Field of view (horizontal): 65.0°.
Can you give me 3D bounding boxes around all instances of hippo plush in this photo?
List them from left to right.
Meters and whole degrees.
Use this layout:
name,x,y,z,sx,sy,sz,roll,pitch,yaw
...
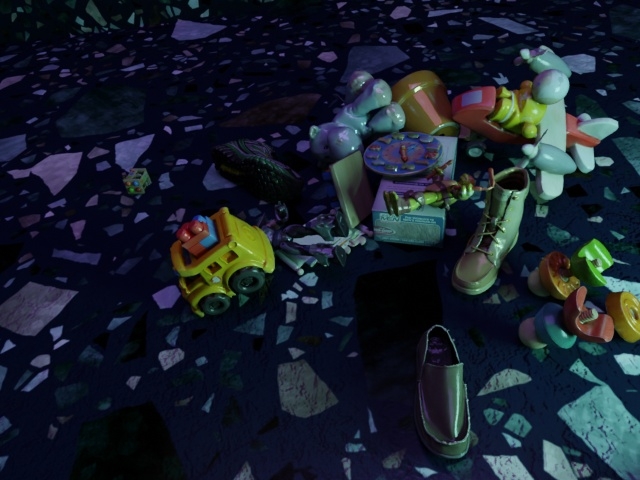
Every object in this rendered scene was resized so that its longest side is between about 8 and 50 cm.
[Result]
name,x,y,z,sx,sy,sz,roll,pitch,yaw
hippo plush,0.070,-0.338,1.446,0.236,0.234,0.294,-38,47,-27

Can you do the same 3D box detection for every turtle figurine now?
name,x,y,z,sx,sy,sz,roll,pitch,yaw
turtle figurine,0.256,-0.109,1.134,0.217,0.087,0.269,-16,21,-3

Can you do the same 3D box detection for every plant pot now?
name,x,y,z,sx,sy,sz,roll,pitch,yaw
plant pot,0.312,-0.361,1.492,0.205,0.205,0.188,-20,60,-14

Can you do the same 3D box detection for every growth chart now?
name,x,y,z,sx,sy,sz,roll,pitch,yaw
growth chart,0.000,0.000,1.252,0.237,0.021,0.172,-29,47,-22

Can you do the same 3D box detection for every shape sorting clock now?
name,x,y,z,sx,sy,sz,roll,pitch,yaw
shape sorting clock,0.214,-0.229,1.302,0.206,0.040,0.206,-5,42,5

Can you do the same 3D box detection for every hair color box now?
name,x,y,z,sx,sy,sz,roll,pitch,yaw
hair color box,0.252,-0.140,1.307,0.173,0.105,0.347,7,44,16

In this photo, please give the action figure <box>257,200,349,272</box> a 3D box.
name,x,y,z,sx,sy,sz,roll,pitch,yaw
action figure,-0.077,-0.004,1.179,0.284,0.099,0.186,-1,68,25

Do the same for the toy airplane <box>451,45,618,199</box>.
name,x,y,z,sx,sy,sz,roll,pitch,yaw
toy airplane,0.596,-0.331,1.329,0.384,0.272,0.386,-31,67,-14

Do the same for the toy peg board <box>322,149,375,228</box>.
name,x,y,z,sx,sy,sz,roll,pitch,yaw
toy peg board,0.058,-0.126,1.270,0.079,0.161,0.160,-9,17,32

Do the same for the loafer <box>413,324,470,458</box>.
name,x,y,z,sx,sy,sz,roll,pitch,yaw
loafer,0.210,0.256,0.894,0.094,0.088,0.251,-4,42,4

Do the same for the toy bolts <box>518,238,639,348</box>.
name,x,y,z,sx,sy,sz,roll,pitch,yaw
toy bolts,0.494,0.145,0.982,0.218,0.158,0.228,53,48,0

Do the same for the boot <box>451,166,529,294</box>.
name,x,y,z,sx,sy,sz,roll,pitch,yaw
boot,0.371,-0.024,1.089,0.095,0.204,0.262,27,51,30

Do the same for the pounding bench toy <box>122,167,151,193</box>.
name,x,y,z,sx,sy,sz,roll,pitch,yaw
pounding bench toy,-0.562,-0.175,1.497,0.083,0.052,0.065,1,43,9

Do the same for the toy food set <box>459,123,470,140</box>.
name,x,y,z,sx,sy,sz,roll,pitch,yaw
toy food set,0.436,-0.337,1.559,0.083,0.020,0.083,4,43,12

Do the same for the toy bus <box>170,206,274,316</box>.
name,x,y,z,sx,sy,sz,roll,pitch,yaw
toy bus,-0.242,0.036,1.069,0.220,0.211,0.150,-35,49,13

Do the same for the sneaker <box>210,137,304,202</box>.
name,x,y,z,sx,sy,sz,roll,pitch,yaw
sneaker,-0.165,-0.222,1.434,0.146,0.134,0.343,-36,49,-28
